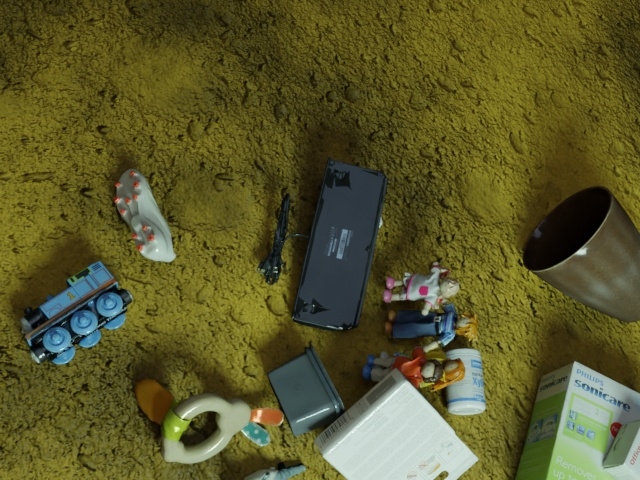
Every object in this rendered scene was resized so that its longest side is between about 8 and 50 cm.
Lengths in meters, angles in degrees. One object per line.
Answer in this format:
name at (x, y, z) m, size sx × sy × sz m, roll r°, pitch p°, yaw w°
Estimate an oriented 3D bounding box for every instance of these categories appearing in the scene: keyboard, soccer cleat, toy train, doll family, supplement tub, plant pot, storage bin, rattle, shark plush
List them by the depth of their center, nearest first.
shark plush at (-0.095, 0.405, 1.276) m, size 0.161 × 0.073 × 0.067 m, roll -27°, pitch 96°, yaw -46°
toy train at (-0.399, 0.120, 1.285) m, size 0.184 × 0.080 × 0.105 m, roll -36°, pitch 71°, yaw -25°
rattle at (-0.182, 0.280, 1.298) m, size 0.199 × 0.142 × 0.130 m, roll -11°, pitch 105°, yaw -33°
storage bin at (-0.026, 0.258, 1.325) m, size 0.091 × 0.098 × 0.135 m, roll -22°, pitch 54°, yaw -10°
soccer cleat at (-0.309, -0.041, 1.397) m, size 0.068 × 0.076 × 0.196 m, roll -34°, pitch 58°, yaw 13°
doll family at (0.191, 0.172, 1.400) m, size 0.163 × 0.118 × 0.263 m, roll -2°, pitch 54°, yaw 29°
supplement tub at (0.258, 0.255, 1.425) m, size 0.071 × 0.071 × 0.107 m, roll 6°, pitch 66°, yaw -14°
keyboard at (0.000, 0.000, 1.454) m, size 0.201 × 0.033 × 0.317 m, roll 14°, pitch 74°, yaw -4°
plant pot at (0.556, 0.049, 1.550) m, size 0.230 × 0.215 × 0.215 m, roll 41°, pitch 60°, yaw -12°

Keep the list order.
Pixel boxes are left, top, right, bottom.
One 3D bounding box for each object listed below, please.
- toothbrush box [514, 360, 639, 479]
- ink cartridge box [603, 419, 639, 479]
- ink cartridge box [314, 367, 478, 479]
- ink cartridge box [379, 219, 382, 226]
toothbrush box at (0.476, 0.392, 1.401) m, size 0.206 × 0.122 × 0.283 m, roll 27°, pitch 60°, yaw -4°
ink cartridge box at (0.559, 0.382, 1.331) m, size 0.135 × 0.056 × 0.099 m, roll 39°, pitch 61°, yaw -1°
ink cartridge box at (0.127, 0.341, 1.296) m, size 0.181 × 0.056 × 0.225 m, roll -42°, pitch 117°, yaw 0°
ink cartridge box at (0.070, -0.034, 1.511) m, size 0.083 × 0.048 × 0.028 m, roll 0°, pitch 66°, yaw -16°
